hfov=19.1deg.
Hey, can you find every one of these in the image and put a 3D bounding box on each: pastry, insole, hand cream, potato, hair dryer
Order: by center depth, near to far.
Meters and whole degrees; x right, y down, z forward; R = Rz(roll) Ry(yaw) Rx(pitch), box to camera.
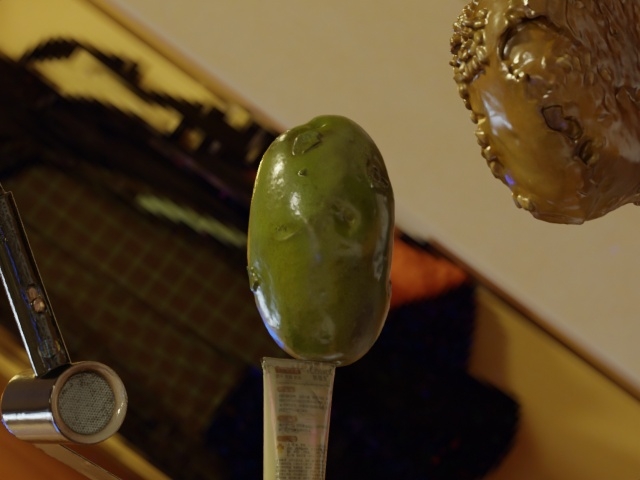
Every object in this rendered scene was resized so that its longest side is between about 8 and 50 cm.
[{"bbox_3d":[-0.020,0.152,1.307,0.039,0.061,0.143,-12,73,60],"label":"hand cream"},{"bbox_3d":[-0.249,0.052,1.605,0.070,0.255,0.128,-20,3,-31],"label":"hair dryer"},{"bbox_3d":[0.235,-0.143,1.784,0.162,0.255,0.311,-15,-3,37],"label":"pastry"},{"bbox_3d":[-0.172,0.255,1.859,0.007,0.322,0.109,-60,8,-20],"label":"insole"},{"bbox_3d":[0.000,0.000,1.914,0.186,0.148,0.253,114,158,-76],"label":"potato"}]
